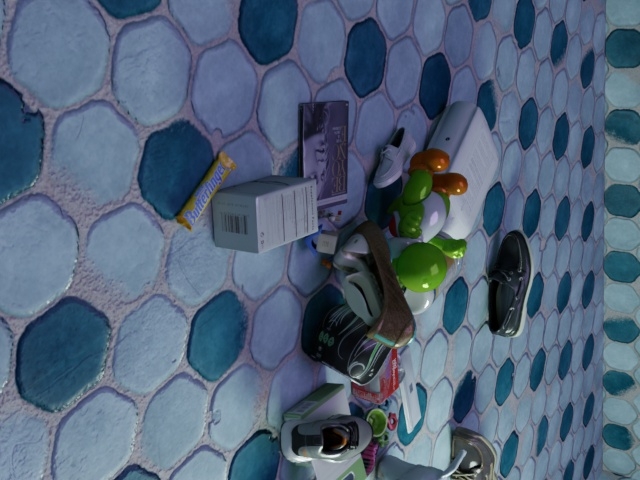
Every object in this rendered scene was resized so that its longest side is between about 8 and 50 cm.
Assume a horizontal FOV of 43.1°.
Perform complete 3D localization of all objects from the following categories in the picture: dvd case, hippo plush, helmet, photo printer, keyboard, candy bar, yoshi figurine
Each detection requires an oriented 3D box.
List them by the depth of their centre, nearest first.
[{"bbox_3d":[-0.195,-0.083,1.384,0.040,0.018,0.161,46,58,-28],"label":"candy bar"},{"bbox_3d":[0.008,-0.175,1.674,0.165,0.018,0.221,-17,113,-54],"label":"dvd case"},{"bbox_3d":[0.072,0.211,1.741,0.161,0.169,0.169,-59,143,-7],"label":"helmet"},{"bbox_3d":[0.240,-0.018,1.812,0.203,0.204,0.362,104,8,-69],"label":"yoshi figurine"},{"bbox_3d":[0.201,0.661,1.967,0.237,0.294,0.234,-12,87,-47],"label":"hippo plush"},{"bbox_3d":[0.352,-0.167,2.112,0.307,0.107,0.256,-64,143,-23],"label":"photo printer"},{"bbox_3d":[0.237,0.402,2.173,0.072,0.014,0.255,-48,136,-46],"label":"keyboard"}]

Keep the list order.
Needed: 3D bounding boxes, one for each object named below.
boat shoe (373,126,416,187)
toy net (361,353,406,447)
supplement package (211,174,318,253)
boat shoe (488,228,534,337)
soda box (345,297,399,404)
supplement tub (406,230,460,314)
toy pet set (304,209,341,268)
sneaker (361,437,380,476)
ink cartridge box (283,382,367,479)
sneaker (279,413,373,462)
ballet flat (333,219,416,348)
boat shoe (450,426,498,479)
[{"bbox_3d":[0.166,-0.194,1.869,0.184,0.066,0.063,-52,123,-33],"label":"boat shoe"},{"bbox_3d":[0.173,0.388,2.004,0.122,0.045,0.232,40,60,-25],"label":"toy net"},{"bbox_3d":[-0.097,-0.051,1.467,0.179,0.105,0.105,-22,114,-53],"label":"supplement package"},{"bbox_3d":[0.572,0.135,2.515,0.113,0.127,0.339,0,102,-33],"label":"boat shoe"},{"bbox_3d":[0.123,0.242,1.892,0.092,0.084,0.263,-30,123,-50],"label":"soda box"},{"bbox_3d":[0.247,0.073,1.981,0.200,0.144,0.144,-43,132,-43],"label":"supplement tub"},{"bbox_3d":[0.000,0.000,1.689,0.114,0.065,0.122,-77,178,-75],"label":"toy pet set"},{"bbox_3d":[0.123,0.535,2.010,0.119,0.047,0.057,-69,156,-15],"label":"sneaker"},{"bbox_3d":[0.014,0.451,1.764,0.171,0.056,0.234,-26,107,-52],"label":"ink cartridge box"},{"bbox_3d":[0.035,0.411,1.667,0.272,0.108,0.100,11,73,-53],"label":"sneaker"},{"bbox_3d":[0.095,0.078,1.692,0.124,0.116,0.342,11,44,-28],"label":"ballet flat"},{"bbox_3d":[0.468,0.711,2.490,0.130,0.132,0.355,-54,138,-34],"label":"boat shoe"}]
